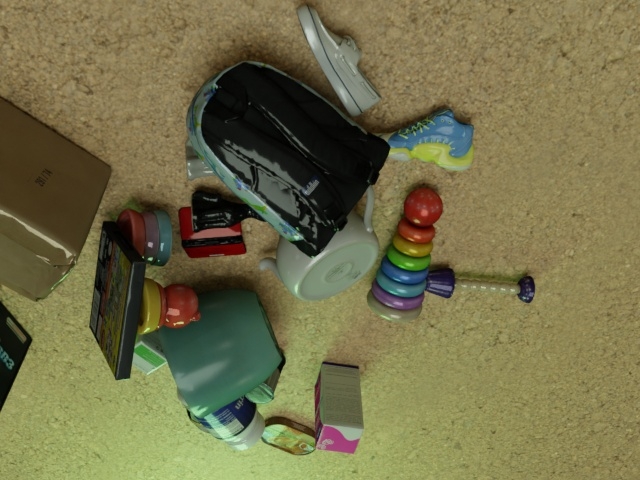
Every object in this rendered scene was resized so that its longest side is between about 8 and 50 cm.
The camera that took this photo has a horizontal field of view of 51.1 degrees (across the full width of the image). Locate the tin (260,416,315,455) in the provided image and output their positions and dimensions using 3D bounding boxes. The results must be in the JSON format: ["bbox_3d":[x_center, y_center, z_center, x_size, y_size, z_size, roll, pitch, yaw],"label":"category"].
[{"bbox_3d":[-0.095,0.596,2.037,0.190,0.040,0.106,30,124,-22],"label":"tin"}]

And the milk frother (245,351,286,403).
[{"bbox_3d":[-0.171,0.381,1.812,0.129,0.134,0.143,9,125,8],"label":"milk frother"}]

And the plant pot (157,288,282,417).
[{"bbox_3d":[-0.232,0.252,1.635,0.235,0.293,0.292,-21,125,-3],"label":"plant pot"}]

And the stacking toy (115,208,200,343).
[{"bbox_3d":[-0.388,0.097,1.529,0.131,0.308,0.279,1,149,-32],"label":"stacking toy"}]

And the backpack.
[{"bbox_3d":[-0.094,-0.186,1.317,0.356,0.273,0.290,35,86,-33],"label":"backpack"}]

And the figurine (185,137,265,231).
[{"bbox_3d":[-0.185,-0.126,1.476,0.210,0.092,0.214,-5,122,-9],"label":"figurine"}]

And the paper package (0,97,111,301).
[{"bbox_3d":[-0.612,-0.091,1.331,0.310,0.324,0.168,35,118,-25],"label":"paper package"}]

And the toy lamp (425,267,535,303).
[{"bbox_3d":[0.394,0.112,1.677,0.275,0.080,0.080,3,126,-6],"label":"toy lamp"}]

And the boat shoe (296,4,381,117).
[{"bbox_3d":[0.040,-0.362,1.315,0.084,0.095,0.258,-27,133,12],"label":"boat shoe"}]

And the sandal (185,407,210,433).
[{"bbox_3d":[-0.346,0.494,1.935,0.090,0.060,0.219,-8,126,4],"label":"sandal"}]

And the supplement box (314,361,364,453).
[{"bbox_3d":[0.048,0.453,1.823,0.114,0.220,0.111,9,125,-9],"label":"supplement box"}]

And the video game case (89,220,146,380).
[{"bbox_3d":[-0.451,0.126,1.475,0.035,0.248,0.274,2,110,-33],"label":"video game case"}]

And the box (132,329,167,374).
[{"bbox_3d":[-0.450,0.271,1.742,0.087,0.102,0.101,-33,122,22],"label":"box"}]

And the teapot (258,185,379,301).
[{"bbox_3d":[0.000,0.000,1.522,0.256,0.187,0.252,-21,150,-18],"label":"teapot"}]

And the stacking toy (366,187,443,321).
[{"bbox_3d":[0.208,0.025,1.586,0.141,0.141,0.330,7,119,-7],"label":"stacking toy"}]

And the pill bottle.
[{"bbox_3d":[-0.268,0.460,1.856,0.153,0.153,0.264,-21,126,13],"label":"pill bottle"}]

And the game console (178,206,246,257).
[{"bbox_3d":[-0.255,-0.020,1.592,0.144,0.085,0.124,-4,157,1],"label":"game console"}]

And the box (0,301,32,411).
[{"bbox_3d":[-0.837,0.248,1.592,0.074,0.293,0.295,-15,125,10],"label":"box"}]

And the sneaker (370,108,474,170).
[{"bbox_3d":[0.217,-0.229,1.428,0.240,0.091,0.126,9,107,-9],"label":"sneaker"}]
